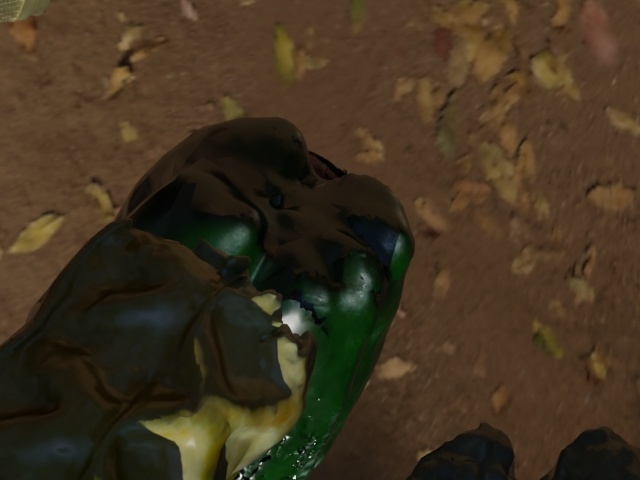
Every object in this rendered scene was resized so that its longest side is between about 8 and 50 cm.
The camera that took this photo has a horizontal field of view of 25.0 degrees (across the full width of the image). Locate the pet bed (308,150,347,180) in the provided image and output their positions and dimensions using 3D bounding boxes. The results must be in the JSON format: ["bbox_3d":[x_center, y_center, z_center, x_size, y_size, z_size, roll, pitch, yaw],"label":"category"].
[{"bbox_3d":[0.000,0.000,1.393,0.201,0.053,0.201,37,145,32],"label":"pet bed"}]

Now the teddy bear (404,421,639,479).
[{"bbox_3d":[0.146,0.273,0.831,0.224,0.367,0.357,2,74,41],"label":"teddy bear"}]

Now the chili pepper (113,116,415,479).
[{"bbox_3d":[-0.062,0.055,1.020,0.233,0.248,0.256,28,121,-10],"label":"chili pepper"}]

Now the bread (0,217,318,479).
[{"bbox_3d":[-0.101,0.108,0.386,0.098,0.269,0.087,15,140,29],"label":"bread"}]

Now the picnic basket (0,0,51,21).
[{"bbox_3d":[-0.296,-0.269,1.004,0.266,0.139,0.165,46,133,21],"label":"picnic basket"}]
